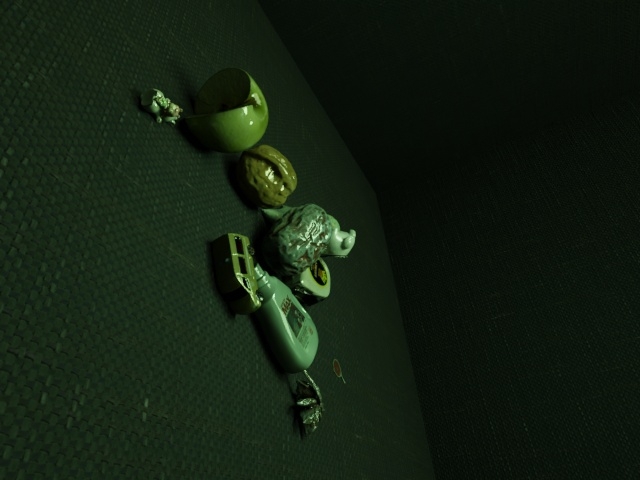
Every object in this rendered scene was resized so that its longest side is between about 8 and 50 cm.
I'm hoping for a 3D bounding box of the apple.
[{"bbox_3d":[-0.325,-0.443,1.576,0.233,0.257,0.295,51,30,-46],"label":"apple"}]

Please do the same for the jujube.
[{"bbox_3d":[-0.086,-0.007,1.745,0.317,0.226,0.226,-45,118,-34],"label":"jujube"}]

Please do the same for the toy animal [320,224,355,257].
[{"bbox_3d":[0.006,0.001,1.991,0.208,0.325,0.154,19,75,-68],"label":"toy animal"}]

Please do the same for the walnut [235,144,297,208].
[{"bbox_3d":[-0.219,-0.258,1.743,0.224,0.257,0.257,-55,129,-29],"label":"walnut"}]

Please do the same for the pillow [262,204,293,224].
[{"bbox_3d":[-0.157,-0.105,1.951,0.144,0.078,0.254,34,18,9],"label":"pillow"}]

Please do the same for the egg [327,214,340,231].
[{"bbox_3d":[0.003,-0.047,2.215,0.231,0.169,0.169,-23,93,-58],"label":"egg"}]

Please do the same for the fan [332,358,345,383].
[{"bbox_3d":[0.087,0.610,2.021,0.133,0.005,0.085,64,19,-15],"label":"fan"}]

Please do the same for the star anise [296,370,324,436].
[{"bbox_3d":[-0.037,0.575,1.568,0.209,0.089,0.231,-88,170,-59],"label":"star anise"}]

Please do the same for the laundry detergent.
[{"bbox_3d":[-0.149,0.251,1.570,0.398,0.124,0.264,61,23,-18],"label":"laundry detergent"}]

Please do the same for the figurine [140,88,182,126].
[{"bbox_3d":[-0.484,-0.399,1.366,0.098,0.081,0.146,38,-1,33],"label":"figurine"}]

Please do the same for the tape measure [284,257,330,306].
[{"bbox_3d":[-0.057,0.182,1.884,0.231,0.133,0.271,46,28,-34],"label":"tape measure"}]

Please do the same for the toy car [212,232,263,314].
[{"bbox_3d":[-0.272,0.107,1.403,0.124,0.101,0.257,24,46,-57],"label":"toy car"}]
